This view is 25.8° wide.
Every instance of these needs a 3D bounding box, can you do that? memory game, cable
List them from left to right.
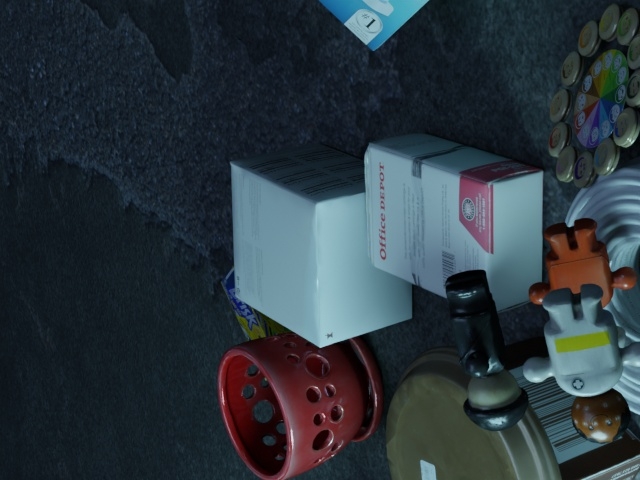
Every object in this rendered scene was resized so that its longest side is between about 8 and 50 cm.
[{"bbox_3d":[0.269,-0.141,1.362,0.186,0.012,0.186,-168,90,-72],"label":"memory game"},{"bbox_3d":[0.332,0.045,1.347,0.257,0.089,0.257,49,140,36],"label":"cable"}]

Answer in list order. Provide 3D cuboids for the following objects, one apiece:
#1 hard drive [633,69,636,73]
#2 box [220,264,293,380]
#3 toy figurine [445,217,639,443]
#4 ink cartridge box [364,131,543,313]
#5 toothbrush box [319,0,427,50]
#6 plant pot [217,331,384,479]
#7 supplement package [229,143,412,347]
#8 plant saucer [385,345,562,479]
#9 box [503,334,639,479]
[{"bbox_3d":[0.400,-0.198,1.187,0.210,0.040,0.319,52,141,32],"label":"hard drive"},{"bbox_3d":[-0.084,0.115,2.061,0.169,0.054,0.059,64,147,17],"label":"box"},{"bbox_3d":[0.236,0.083,1.237,0.209,0.213,0.148,6,116,53],"label":"toy figurine"},{"bbox_3d":[0.150,-0.024,1.603,0.218,0.092,0.158,22,121,50],"label":"ink cartridge box"},{"bbox_3d":[0.076,-0.367,1.462,0.216,0.126,0.295,42,148,-6],"label":"toothbrush box"},{"bbox_3d":[-0.022,0.213,1.891,0.191,0.174,0.191,27,124,50],"label":"plant pot"},{"bbox_3d":[0.000,0.000,1.791,0.203,0.149,0.194,26,124,51],"label":"supplement package"},{"bbox_3d":[0.155,0.251,1.503,0.278,0.041,0.278,31,128,49],"label":"plant saucer"},{"bbox_3d":[0.208,0.313,1.610,0.191,0.143,0.381,51,139,33],"label":"box"}]
